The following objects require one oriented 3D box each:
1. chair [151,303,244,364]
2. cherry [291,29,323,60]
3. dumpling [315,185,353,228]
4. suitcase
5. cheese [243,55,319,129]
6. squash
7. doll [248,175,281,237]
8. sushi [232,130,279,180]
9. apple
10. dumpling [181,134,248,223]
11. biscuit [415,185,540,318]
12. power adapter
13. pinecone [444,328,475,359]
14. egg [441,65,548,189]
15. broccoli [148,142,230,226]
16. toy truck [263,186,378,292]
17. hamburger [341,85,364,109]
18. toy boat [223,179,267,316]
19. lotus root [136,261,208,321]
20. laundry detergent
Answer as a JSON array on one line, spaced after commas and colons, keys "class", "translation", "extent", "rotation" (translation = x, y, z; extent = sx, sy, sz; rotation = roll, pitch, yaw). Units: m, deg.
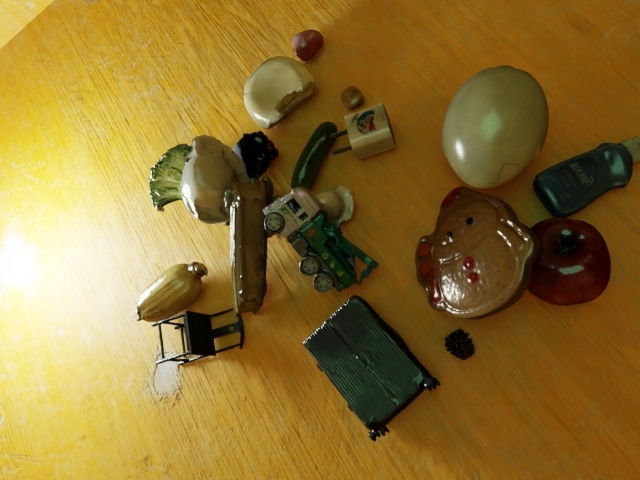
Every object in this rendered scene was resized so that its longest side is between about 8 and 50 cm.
[{"class": "chair", "translation": [-0.397, 0.309, 1.547], "extent": [0.260, 0.141, 0.155], "rotation": [-20, 69, 17]}, {"class": "cherry", "translation": [-0.054, -0.724, 1.743], "extent": [0.106, 0.087, 0.126], "rotation": [36, 92, 21]}, {"class": "dumpling", "translation": [0.025, -0.094, 1.530], "extent": [0.188, 0.108, 0.127], "rotation": [-29, 92, -4]}, {"class": "suitcase", "translation": [0.137, 0.344, 1.330], "extent": [0.229, 0.152, 0.335], "rotation": [-43, 65, 3]}, {"class": "cheese", "translation": [-0.147, -0.527, 1.699], "extent": [0.266, 0.127, 0.233], "rotation": [-42, 66, 6]}, {"class": "squash", "translation": [-0.035, -0.258, 1.606], "extent": [0.087, 0.087, 0.332], "rotation": [22, 85, 24]}, {"class": "doll", "translation": [-0.192, -0.108, 1.579], "extent": [0.137, 0.097, 0.210], "rotation": [-12, 101, 4]}, {"class": "sushi", "translation": [-0.230, -0.297, 1.651], "extent": [0.153, 0.150, 0.172], "rotation": [31, 126, 14]}, {"class": "apple", "translation": [0.612, 0.054, 1.204], "extent": [0.233, 0.234, 0.234], "rotation": [-6, 73, 18]}, {"class": "dumpling", "translation": [-0.333, -0.193, 1.535], "extent": [0.175, 0.226, 0.243], "rotation": [42, 122, 47]}, {"class": "biscuit", "translation": [0.399, 0.025, 1.277], "extent": [0.359, 0.074, 0.381], "rotation": [-38, 49, 39]}, {"class": "power adapter", "translation": [0.129, -0.342, 1.545], "extent": [0.204, 0.125, 0.130], "rotation": [-17, 71, 14]}, {"class": "pinecone", "translation": [0.384, 0.286, 1.298], "extent": [0.077, 0.083, 0.077], "rotation": [-3, 103, -12]}, {"class": "egg", "translation": [0.477, -0.298, 1.320], "extent": [0.278, 0.278, 0.336], "rotation": [18, 79, 24]}, {"class": "broccoli", "translation": [-0.424, -0.196, 1.677], "extent": [0.361, 0.221, 0.252], "rotation": [13, 86, 12]}, {"class": "toy truck", "translation": [-0.007, 0.003, 1.427], "extent": [0.178, 0.176, 0.363], "rotation": [-42, 92, 9]}, {"class": "hamburger", "translation": [0.110, -0.495, 1.641], "extent": [0.076, 0.044, 0.083], "rotation": [-39, 68, 7]}, {"class": "toy boat", "translation": [-0.240, 0.030, 1.506], "extent": [0.135, 0.162, 0.446], "rotation": [-2, 98, -22]}, {"class": "lotus root", "translation": [-0.507, 0.177, 1.626], "extent": [0.303, 0.131, 0.146], "rotation": [-37, 89, 8]}, {"class": "laundry detergent", "translation": [0.744, -0.183, 1.292], "extent": [0.289, 0.094, 0.143], "rotation": [-30, 63, 10]}]
